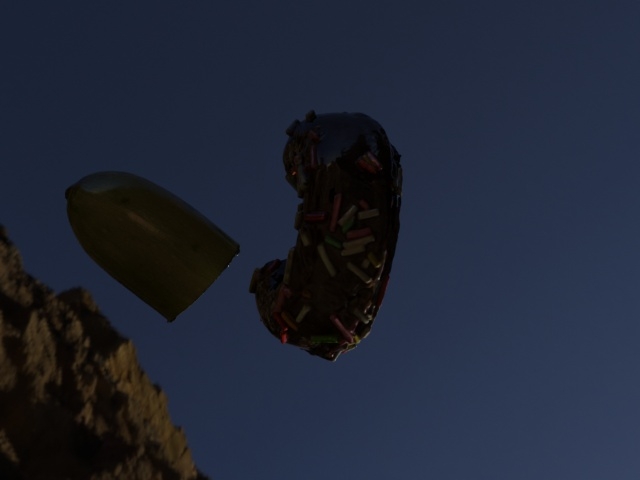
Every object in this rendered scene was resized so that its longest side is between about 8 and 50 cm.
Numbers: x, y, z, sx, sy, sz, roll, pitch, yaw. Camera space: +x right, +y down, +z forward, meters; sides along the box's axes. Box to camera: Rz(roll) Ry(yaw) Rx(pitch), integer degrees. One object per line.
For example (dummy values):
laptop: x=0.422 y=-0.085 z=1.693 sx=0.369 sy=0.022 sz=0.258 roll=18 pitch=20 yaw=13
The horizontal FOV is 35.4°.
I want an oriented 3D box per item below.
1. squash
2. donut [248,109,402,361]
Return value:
squash: x=-0.192 y=-0.007 z=1.090 sx=0.186 sy=0.123 sz=0.123 roll=38 pitch=-77 yaw=-7
donut: x=0.006 y=0.002 z=1.342 sx=0.136 sy=0.259 sz=0.345 roll=9 pitch=-75 yaw=-15
